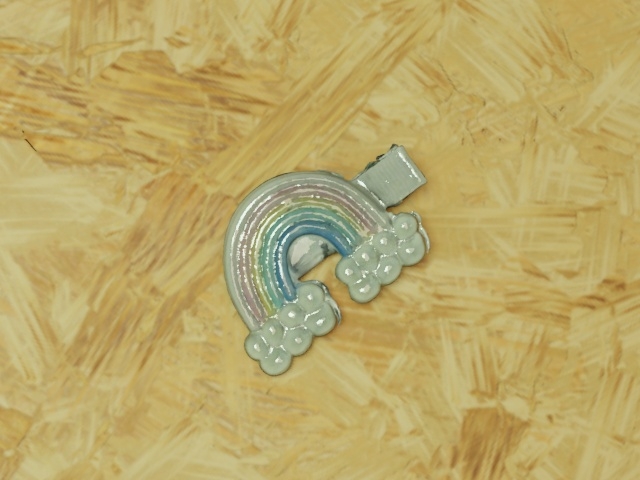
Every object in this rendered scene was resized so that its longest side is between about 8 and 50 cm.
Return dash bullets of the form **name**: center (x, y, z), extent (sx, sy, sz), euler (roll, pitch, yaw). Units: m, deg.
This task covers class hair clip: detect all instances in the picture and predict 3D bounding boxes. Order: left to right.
- **hair clip**: center (0.000, 0.000, 1.500), extent (0.220, 0.054, 0.140), euler (-38, 95, -6)
